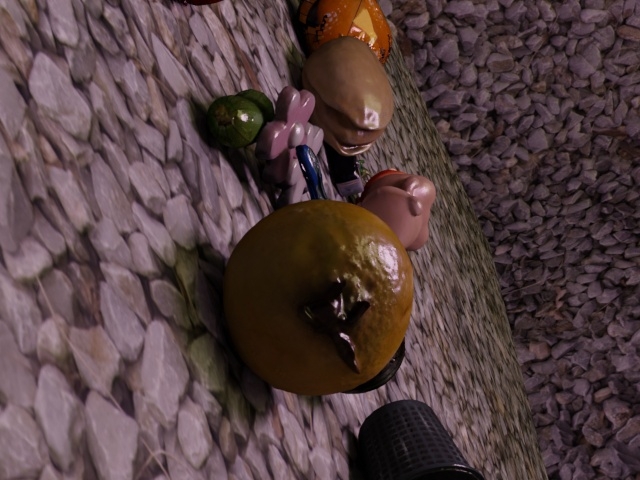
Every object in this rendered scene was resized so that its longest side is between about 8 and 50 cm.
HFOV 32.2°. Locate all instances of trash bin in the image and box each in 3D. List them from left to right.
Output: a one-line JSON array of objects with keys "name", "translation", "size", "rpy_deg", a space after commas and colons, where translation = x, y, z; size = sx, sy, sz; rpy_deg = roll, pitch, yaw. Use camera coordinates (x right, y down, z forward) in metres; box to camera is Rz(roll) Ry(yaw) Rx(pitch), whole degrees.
[{"name": "trash bin", "translation": [0.130, 0.318, 1.577], "size": [0.175, 0.175, 0.161], "rpy_deg": [56, 8, -44]}]

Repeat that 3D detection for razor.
[{"name": "razor", "translation": [0.012, -0.001, 1.612], "size": [0.093, 0.056, 0.324], "rpy_deg": [-93, 174, -55]}]

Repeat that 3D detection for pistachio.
[{"name": "pistachio", "translation": [0.052, -0.286, 2.118], "size": [0.181, 0.162, 0.293], "rpy_deg": [16, 36, -20]}]

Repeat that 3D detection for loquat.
[{"name": "loquat", "translation": [0.000, 0.066, 1.276], "size": [0.244, 0.243, 0.244], "rpy_deg": [-21, 90, -77]}]

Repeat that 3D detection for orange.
[{"name": "orange", "translation": [0.048, -0.444, 2.352], "size": [0.234, 0.182, 0.234], "rpy_deg": [42, 37, -42]}]

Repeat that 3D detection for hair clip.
[{"name": "hair clip", "translation": [-0.045, -0.133, 1.604], "size": [0.075, 0.146, 0.257], "rpy_deg": [28, -14, 9]}]

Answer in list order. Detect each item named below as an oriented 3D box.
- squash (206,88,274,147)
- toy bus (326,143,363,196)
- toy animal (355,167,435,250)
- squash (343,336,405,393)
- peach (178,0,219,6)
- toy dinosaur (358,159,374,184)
[{"name": "squash", "translation": [-0.107, -0.169, 1.528], "size": [0.219, 0.068, 0.077], "rpy_deg": [-59, 128, -74]}, {"name": "toy bus", "translation": [0.047, -0.163, 2.167], "size": [0.072, 0.057, 0.172], "rpy_deg": [68, 10, -50]}, {"name": "toy animal", "translation": [0.142, -0.052, 2.168], "size": [0.198, 0.171, 0.171], "rpy_deg": [-60, 128, -70]}, {"name": "squash", "translation": [0.035, 0.112, 1.504], "size": [0.193, 0.156, 0.193], "rpy_deg": [52, 0, -1]}, {"name": "peach", "translation": [-0.139, -0.478, 1.580], "size": [0.361, 0.201, 0.258], "rpy_deg": [-29, 97, -77]}, {"name": "toy dinosaur", "translation": [0.084, -0.148, 2.376], "size": [0.060, 0.029, 0.119], "rpy_deg": [54, 18, 4]}]
